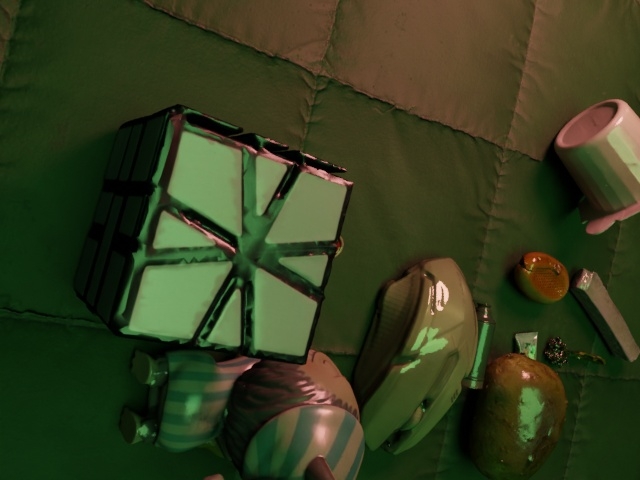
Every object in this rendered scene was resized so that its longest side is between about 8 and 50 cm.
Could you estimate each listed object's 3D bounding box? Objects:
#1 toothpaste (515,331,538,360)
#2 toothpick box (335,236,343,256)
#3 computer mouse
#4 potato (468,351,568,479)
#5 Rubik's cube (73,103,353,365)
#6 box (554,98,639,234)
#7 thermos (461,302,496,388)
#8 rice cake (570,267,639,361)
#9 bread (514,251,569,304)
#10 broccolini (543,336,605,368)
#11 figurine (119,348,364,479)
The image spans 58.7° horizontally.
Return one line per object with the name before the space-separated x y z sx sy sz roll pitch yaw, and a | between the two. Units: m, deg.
toothpaste | 0.505 0.376 1.421 0.074 0.048 0.297 2 92 -25
toothpick box | 0.000 0.000 1.042 0.047 0.083 0.047 -12 113 -32
computer mouse | 0.212 0.237 1.168 0.228 0.145 0.429 25 84 -33
potato | 0.448 0.411 1.313 0.210 0.173 0.308 17 92 -26
Rubik's cube | -0.163 -0.006 0.829 0.288 0.283 0.294 19 83 -30
box | 0.670 -0.186 1.353 0.291 0.262 0.206 -46 104 -7
thermos | 0.346 0.234 1.292 0.083 0.073 0.188 13 89 2
rice cake | 0.775 0.208 1.549 0.365 0.056 0.073 47 67 -27
bread | 0.529 0.087 1.377 0.189 0.077 0.114 31 101 -31
broccolini | 0.691 0.312 1.517 0.254 0.058 0.071 16 131 -29
figurine | -0.072 0.295 0.871 0.361 0.377 0.267 10 91 -33
